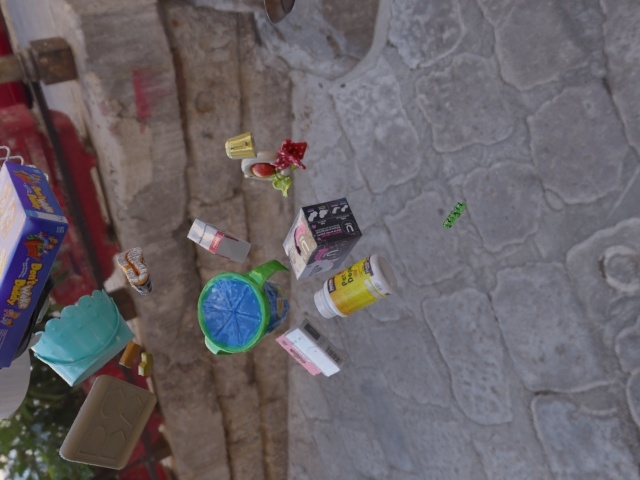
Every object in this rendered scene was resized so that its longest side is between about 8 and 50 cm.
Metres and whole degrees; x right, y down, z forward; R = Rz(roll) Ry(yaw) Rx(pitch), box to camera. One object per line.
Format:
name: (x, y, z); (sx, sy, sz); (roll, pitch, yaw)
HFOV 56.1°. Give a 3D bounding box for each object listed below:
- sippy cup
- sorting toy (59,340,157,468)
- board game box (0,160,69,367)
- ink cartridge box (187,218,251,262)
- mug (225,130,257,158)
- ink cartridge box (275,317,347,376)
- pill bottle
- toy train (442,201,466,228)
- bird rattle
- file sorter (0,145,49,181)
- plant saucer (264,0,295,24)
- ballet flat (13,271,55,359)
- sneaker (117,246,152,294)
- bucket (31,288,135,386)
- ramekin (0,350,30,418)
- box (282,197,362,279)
sippy cup: (-0.213, 0.205, 1.821); (0.305, 0.224, 0.240); (-19, 84, 24)
sorting toy: (-0.521, 0.424, 1.551); (0.041, 0.308, 0.229); (13, 159, 28)
board game box: (-0.636, 0.048, 1.218); (0.233, 0.078, 0.347); (45, 113, 41)
ink cartridge box: (-0.287, 0.000, 1.700); (0.150, 0.109, 0.063); (27, 94, 42)
mug: (-0.184, -0.218, 1.370); (0.078, 0.064, 0.062); (73, -172, -59)
ink cartridge box: (-0.044, 0.363, 1.925); (0.189, 0.066, 0.232); (44, 137, -3)
pill bottle: (0.092, 0.131, 1.633); (0.214, 0.117, 0.117); (-30, 78, 22)
toy train: (0.310, -0.058, 1.391); (0.083, 0.023, 0.017); (116, 152, -43)
bird rattle: (-0.153, -0.236, 1.951); (0.253, 0.206, 0.143); (126, 144, -77)
file sorter: (-1.064, -0.196, 1.986); (0.278, 0.172, 0.193); (55, -147, -63)
plant saucer: (-0.096, -0.650, 1.519); (0.036, 0.199, 0.199); (9, 127, 14)
ballet flat: (-0.668, 0.183, 1.356); (0.096, 0.095, 0.281); (68, -151, -52)
sneaker: (-0.587, 0.096, 1.911); (0.215, 0.084, 0.083); (-127, 18, -51)
bucket: (-0.733, 0.306, 1.874); (0.183, 0.281, 0.281); (48, 153, 2)
ramekin: (-0.860, 0.332, 1.514); (0.277, 0.135, 0.278); (-5, 81, 32)
box: (0.000, 0.000, 1.876); (0.142, 0.163, 0.247); (66, 154, 20)
